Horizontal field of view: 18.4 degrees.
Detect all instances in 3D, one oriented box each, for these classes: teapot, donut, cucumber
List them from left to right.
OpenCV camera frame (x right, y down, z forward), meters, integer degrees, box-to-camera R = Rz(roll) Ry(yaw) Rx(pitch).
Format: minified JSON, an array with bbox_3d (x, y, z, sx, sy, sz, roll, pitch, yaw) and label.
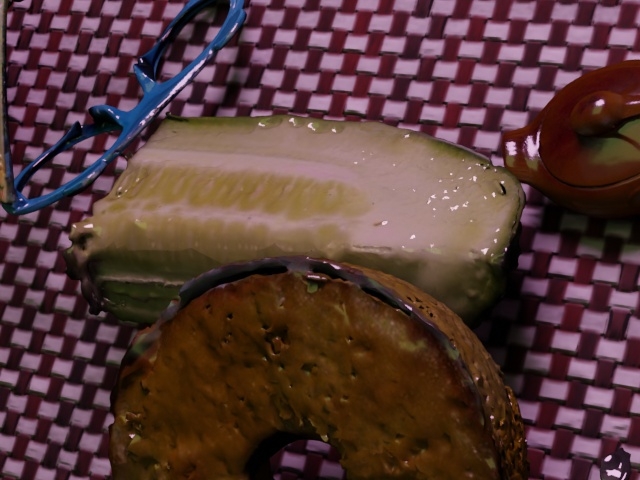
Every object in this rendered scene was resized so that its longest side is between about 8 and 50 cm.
[{"bbox_3d":[0.002,0.000,1.282,0.325,0.105,0.145,3,46,34],"label":"cucumber"},{"bbox_3d":[0.003,0.130,1.183,0.272,0.107,0.272,4,99,29],"label":"donut"},{"bbox_3d":[0.174,-0.065,1.205,0.129,0.078,0.098,-13,64,29],"label":"teapot"}]

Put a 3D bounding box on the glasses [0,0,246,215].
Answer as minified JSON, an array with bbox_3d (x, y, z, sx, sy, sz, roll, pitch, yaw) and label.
[{"bbox_3d":[-0.183,-0.148,1.413,0.207,0.102,0.239,44,76,7],"label":"glasses"}]

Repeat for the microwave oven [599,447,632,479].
[{"bbox_3d":[0.065,0.325,0.936,0.432,0.236,0.374,-15,62,4],"label":"microwave oven"}]
